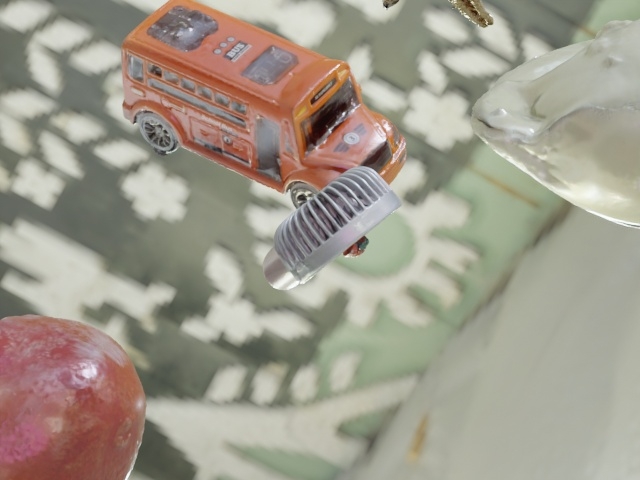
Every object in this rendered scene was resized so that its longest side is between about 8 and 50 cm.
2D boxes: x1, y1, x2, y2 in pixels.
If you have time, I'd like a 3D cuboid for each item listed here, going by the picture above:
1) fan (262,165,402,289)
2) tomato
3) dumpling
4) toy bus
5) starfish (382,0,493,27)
[{"bbox_3d":[0.000,0.000,1.950,0.130,0.074,0.244,-39,179,-22],"label":"fan"},{"bbox_3d":[-0.310,0.219,2.360,0.170,0.309,0.309,-16,-152,23],"label":"tomato"},{"bbox_3d":[0.364,-0.148,2.177,0.315,0.395,0.233,-93,178,-61],"label":"dumpling"},{"bbox_3d":[-0.065,-0.153,2.180,0.143,0.329,0.153,-45,149,-34],"label":"toy bus"},{"bbox_3d":[0.119,-0.304,2.040,0.146,0.190,0.074,-24,-176,12],"label":"starfish"}]
